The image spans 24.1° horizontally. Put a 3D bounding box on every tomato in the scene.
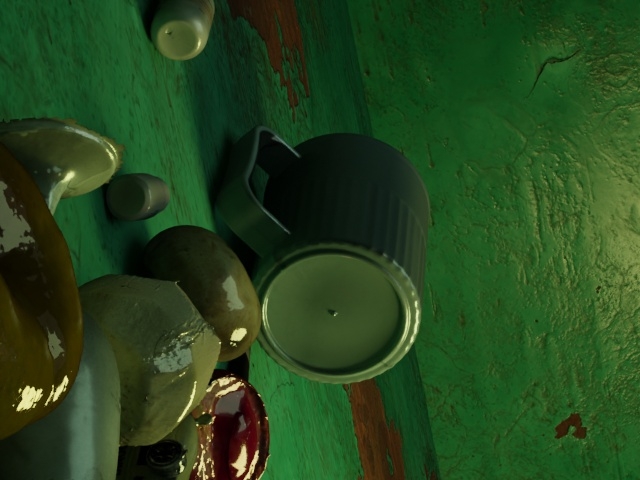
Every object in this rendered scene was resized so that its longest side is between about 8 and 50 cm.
[{"bbox_3d":[-0.150,0.216,1.596,0.189,0.099,0.173,-16,113,-39],"label":"tomato"}]

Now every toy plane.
[{"bbox_3d":[-0.177,0.253,1.408,0.286,0.108,0.092,-78,164,-47],"label":"toy plane"}]

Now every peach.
[{"bbox_3d":[-0.258,0.021,0.988,0.251,0.153,0.251,45,18,-19],"label":"peach"}]

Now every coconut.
[{"bbox_3d":[-0.174,0.107,1.386,0.162,0.161,0.161,-41,122,-67],"label":"coconut"}]

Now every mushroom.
[{"bbox_3d":[-0.140,0.062,1.691,0.166,0.127,0.166,156,-90,-84],"label":"mushroom"}]

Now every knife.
[{"bbox_3d":[-0.104,0.156,2.043,0.230,0.028,0.060,-89,168,-59],"label":"knife"}]

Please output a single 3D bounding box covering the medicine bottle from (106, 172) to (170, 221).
[{"bbox_3d":[-0.199,-0.048,1.652,0.089,0.052,0.052,-19,100,-79],"label":"medicine bottle"}]

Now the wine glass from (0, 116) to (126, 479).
[{"bbox_3d":[-0.227,0.062,1.211,0.143,0.143,0.321,60,24,-60],"label":"wine glass"}]

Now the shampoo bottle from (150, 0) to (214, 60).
[{"bbox_3d":[-0.171,-0.303,1.938,0.192,0.074,0.074,-83,160,-55],"label":"shampoo bottle"}]

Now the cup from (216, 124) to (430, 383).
[{"bbox_3d":[0.021,-0.002,2.158,0.311,0.257,0.331,-83,159,-60],"label":"cup"}]
